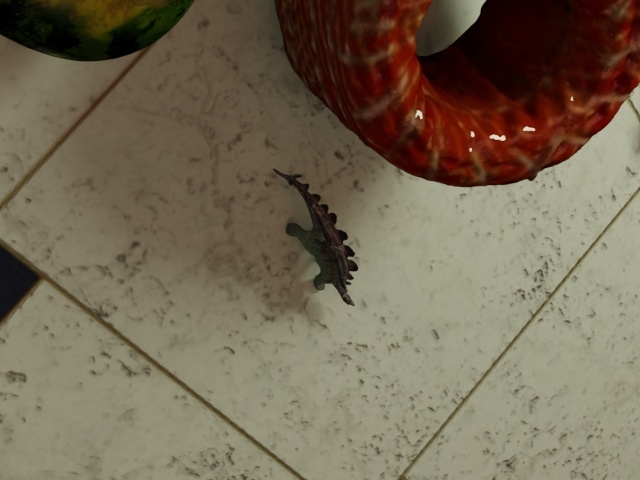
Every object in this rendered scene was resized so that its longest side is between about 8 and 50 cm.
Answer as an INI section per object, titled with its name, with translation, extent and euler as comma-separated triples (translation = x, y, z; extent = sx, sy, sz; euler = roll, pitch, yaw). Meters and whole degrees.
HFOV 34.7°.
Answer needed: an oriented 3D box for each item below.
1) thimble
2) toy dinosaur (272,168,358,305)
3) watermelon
[thimble]
translation = 0.138, -0.229, 1.020
extent = 0.350, 0.230, 0.350
euler = -13, 129, -17
[toy dinosaur]
translation = 0.002, -0.002, 1.152
extent = 0.039, 0.082, 0.209
euler = -40, 121, -21
[watermelon]
translation = -0.204, -0.280, 0.831
extent = 0.269, 0.269, 0.269
euler = -10, 112, -27
